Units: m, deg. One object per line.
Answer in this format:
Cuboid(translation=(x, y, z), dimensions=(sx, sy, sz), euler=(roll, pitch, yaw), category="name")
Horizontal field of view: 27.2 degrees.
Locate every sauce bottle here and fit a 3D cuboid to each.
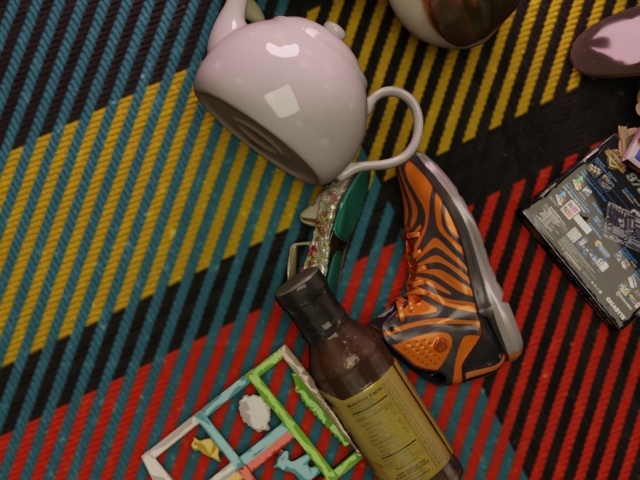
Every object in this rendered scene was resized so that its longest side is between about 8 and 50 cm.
Cuboid(translation=(0.059, 0.192, 1.742), dimensions=(0.111, 0.111, 0.344), euler=(-33, 100, -6), category="sauce bottle")

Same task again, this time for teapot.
Cuboid(translation=(-0.025, -0.203, 1.740), dimensions=(0.252, 0.256, 0.187), euler=(29, 79, 44), category="teapot")

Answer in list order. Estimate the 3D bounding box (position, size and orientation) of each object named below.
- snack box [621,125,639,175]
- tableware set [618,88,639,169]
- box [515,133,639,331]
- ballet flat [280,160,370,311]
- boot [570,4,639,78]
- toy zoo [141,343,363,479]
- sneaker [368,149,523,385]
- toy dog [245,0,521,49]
Cuboid(translation=(0.498, -0.085, 1.813), dimensions=(0.178, 0.022, 0.064), euler=(34, 74, -11), category="snack box")
Cuboid(translation=(0.488, -0.145, 1.844), dimensions=(0.169, 0.020, 0.141), euler=(19, 71, -19), category="tableware set")
Cuboid(translation=(0.408, -0.010, 1.841), dimensions=(0.175, 0.051, 0.220), euler=(-40, 89, -6), category="box")
Cuboid(translation=(0.000, 0.000, 1.803), dimensions=(0.077, 0.091, 0.241), euler=(13, 80, 20), category="ballet flat")
Cuboid(translation=(0.506, -0.270, 1.847), dimensions=(0.305, 0.115, 0.112), euler=(-12, 63, 15), category="boot")
Cuboid(translation=(-0.105, 0.304, 1.793), dimensions=(0.293, 0.030, 0.192), euler=(-39, 88, -6), category="toy zoo")
Cuboid(translation=(0.134, 0.048, 1.783), dimensions=(0.180, 0.124, 0.321), euler=(-24, 87, -6), category="sneaker")
Cuboid(translation=(0.086, -0.413, 1.748), dimensions=(0.408, 0.284, 0.395), euler=(31, 97, 0), category="toy dog")
